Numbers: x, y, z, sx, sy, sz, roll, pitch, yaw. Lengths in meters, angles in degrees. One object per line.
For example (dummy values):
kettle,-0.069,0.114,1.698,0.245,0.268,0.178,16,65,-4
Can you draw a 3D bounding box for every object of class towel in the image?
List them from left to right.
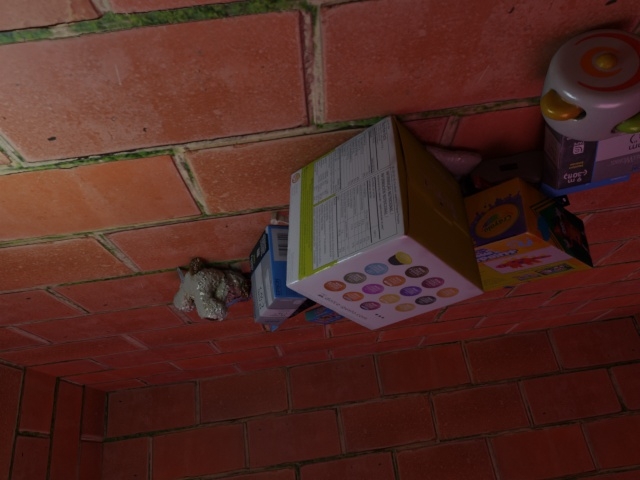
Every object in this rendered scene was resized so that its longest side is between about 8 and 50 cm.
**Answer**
towel,0.299,-0.166,1.310,0.187,0.049,0.282,2,151,-23

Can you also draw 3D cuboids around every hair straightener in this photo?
hair straightener,0.468,-0.123,1.301,0.230,0.047,0.089,13,158,-35

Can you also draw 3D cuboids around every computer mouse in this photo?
computer mouse,-0.086,0.266,2.066,0.272,0.072,0.188,-26,150,7

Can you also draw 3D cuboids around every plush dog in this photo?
plush dog,-0.374,0.162,1.675,0.262,0.210,0.225,6,-175,42

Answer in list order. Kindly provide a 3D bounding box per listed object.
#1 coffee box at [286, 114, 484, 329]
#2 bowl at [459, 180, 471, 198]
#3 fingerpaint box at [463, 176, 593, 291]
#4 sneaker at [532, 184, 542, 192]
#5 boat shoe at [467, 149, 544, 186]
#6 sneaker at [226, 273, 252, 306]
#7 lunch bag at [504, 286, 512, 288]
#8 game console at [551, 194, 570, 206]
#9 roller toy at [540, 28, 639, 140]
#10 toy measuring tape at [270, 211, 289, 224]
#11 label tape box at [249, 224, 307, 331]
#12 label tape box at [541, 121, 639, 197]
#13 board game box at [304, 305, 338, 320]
coffee box,0.151,-0.024,1.148,0.334,0.338,0.338,-26,139,34
bowl,0.474,-0.113,1.437,0.170,0.080,0.170,-8,155,-4
fingerpaint box,0.478,0.018,1.364,0.371,0.163,0.445,19,152,-35
sneaker,0.620,-0.133,1.428,0.126,0.091,0.240,21,127,1
boat shoe,0.550,-0.182,1.303,0.268,0.096,0.088,-10,158,5
sneaker,-0.335,0.224,1.850,0.262,0.104,0.125,-24,152,29
lunch bag,0.884,0.187,2.199,0.065,0.067,0.098,-5,153,-9
game console,0.764,-0.087,1.625,0.213,0.044,0.361,-21,152,31
roller toy,0.547,-0.311,0.922,0.209,0.191,0.146,3,157,16
toy measuring tape,0.000,0.000,1.435,0.330,0.121,0.121,14,150,-8
label tape box,-0.168,0.140,1.557,0.115,0.249,0.347,4,152,-25
label tape box,0.679,-0.220,1.122,0.241,0.106,0.333,-13,132,9
board game box,0.052,0.363,2.321,0.210,0.047,0.160,-26,150,32
